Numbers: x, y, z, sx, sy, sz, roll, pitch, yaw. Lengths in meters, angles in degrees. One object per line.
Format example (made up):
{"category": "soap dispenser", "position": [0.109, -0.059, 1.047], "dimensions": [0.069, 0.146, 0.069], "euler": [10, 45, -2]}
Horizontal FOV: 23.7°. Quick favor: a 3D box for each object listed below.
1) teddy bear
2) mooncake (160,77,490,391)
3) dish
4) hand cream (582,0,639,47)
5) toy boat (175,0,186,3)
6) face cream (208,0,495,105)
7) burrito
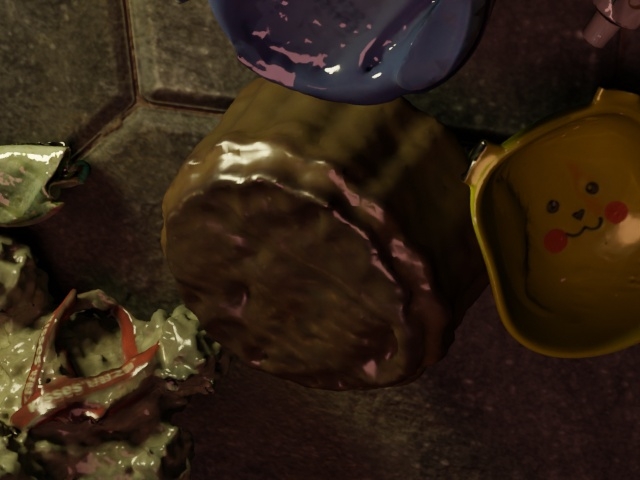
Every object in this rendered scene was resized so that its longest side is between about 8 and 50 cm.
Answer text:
{"category": "teddy bear", "position": [-0.317, 0.207, 1.685], "dimensions": [0.357, 0.368, 0.224], "euler": [23, 143, 9]}
{"category": "mooncake", "position": [0.001, 0.000, 1.492], "dimensions": [0.324, 0.187, 0.324], "euler": [19, 137, 19]}
{"category": "dish", "position": [0.242, -0.027, 1.438], "dimensions": [0.221, 0.108, 0.262], "euler": [-27, 116, 3]}
{"category": "hand cream", "position": [0.297, -0.254, 1.287], "dimensions": [0.084, 0.050, 0.257], "euler": [24, 140, -7]}
{"category": "toy boat", "position": [-0.150, -0.357, 1.344], "dimensions": [0.142, 0.129, 0.309], "euler": [-9, 117, 7]}
{"category": "face cream", "position": [0.040, -0.266, 1.272], "dimensions": [0.249, 0.225, 0.249], "euler": [9, 130, 11]}
{"category": "burrito", "position": [-0.399, -0.056, 1.707], "dimensions": [0.309, 0.066, 0.096], "euler": [-6, 115, 20]}
